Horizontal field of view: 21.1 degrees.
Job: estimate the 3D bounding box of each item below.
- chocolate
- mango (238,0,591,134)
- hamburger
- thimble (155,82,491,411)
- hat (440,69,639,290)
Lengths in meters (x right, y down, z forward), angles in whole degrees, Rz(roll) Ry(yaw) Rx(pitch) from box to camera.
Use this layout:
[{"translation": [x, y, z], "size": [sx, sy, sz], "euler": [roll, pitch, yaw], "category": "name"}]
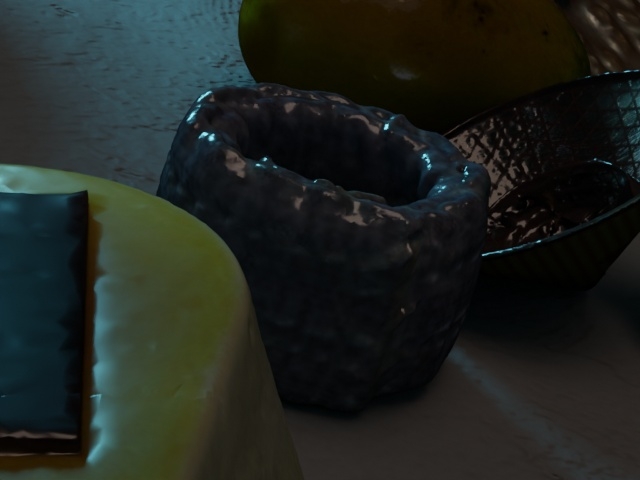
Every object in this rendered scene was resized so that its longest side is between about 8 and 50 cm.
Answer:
[{"translation": [0.212, -0.145, 1.224], "size": [0.102, 0.065, 0.329], "euler": [55, 32, 3], "category": "chocolate"}, {"translation": [0.055, -0.121, 1.015], "size": [0.221, 0.120, 0.151], "euler": [2, 37, -34], "category": "mango"}, {"translation": [-0.121, 0.086, 0.466], "size": [0.227, 0.151, 0.295], "euler": [13, 30, 4], "category": "hamburger"}, {"translation": [-0.002, -0.001, 0.766], "size": [0.150, 0.098, 0.150], "euler": [14, 25, -7], "category": "thimble"}, {"translation": [0.125, -0.010, 0.895], "size": [0.193, 0.082, 0.193], "euler": [-20, 23, 9], "category": "hat"}]
